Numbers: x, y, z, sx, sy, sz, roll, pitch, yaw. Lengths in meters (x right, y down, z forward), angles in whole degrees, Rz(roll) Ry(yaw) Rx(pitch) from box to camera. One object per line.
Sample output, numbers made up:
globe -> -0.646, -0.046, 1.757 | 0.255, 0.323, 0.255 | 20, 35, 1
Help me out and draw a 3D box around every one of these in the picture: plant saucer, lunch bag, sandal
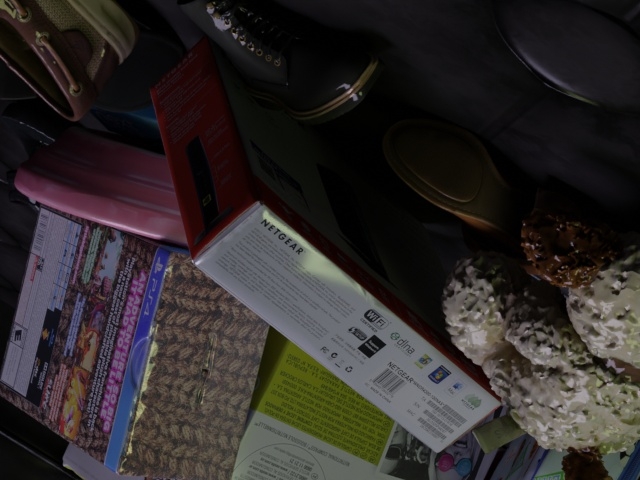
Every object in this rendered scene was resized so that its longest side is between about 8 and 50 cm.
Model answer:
plant saucer -> -0.160, -0.054, 1.812 | 0.332, 0.084, 0.332 | 14, -175, -1
lunch bag -> 0.265, 0.227, 1.750 | 0.115, 0.243, 0.303 | 31, 164, 4
sandal -> -0.348, -0.053, 2.306 | 0.167, 0.107, 0.446 | 27, 164, 14

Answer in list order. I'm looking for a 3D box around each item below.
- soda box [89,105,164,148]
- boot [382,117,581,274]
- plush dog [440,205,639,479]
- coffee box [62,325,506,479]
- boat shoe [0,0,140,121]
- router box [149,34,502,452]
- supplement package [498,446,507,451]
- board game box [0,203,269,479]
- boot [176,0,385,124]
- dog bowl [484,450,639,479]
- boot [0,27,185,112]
soda box -> -0.155, -0.137, 1.752 | 0.210, 0.067, 0.071 | 20, 161, 39
boot -> 0.140, -0.029, 1.518 | 0.197, 0.073, 0.152 | 31, 167, 7
plush dog -> 0.250, 0.078, 1.398 | 0.262, 0.210, 0.225 | 13, 135, -12
coffee box -> -0.038, 0.218, 1.973 | 0.338, 0.334, 0.337 | 28, 175, -34
boat shoe -> -0.304, -0.222, 1.425 | 0.123, 0.123, 0.342 | 12, 159, 46
router box -> 0.000, 0.000, 1.551 | 0.335, 0.082, 0.301 | 39, -162, -33
supplement package -> 0.166, 0.380, 2.545 | 0.177, 0.175, 0.293 | 31, 164, 4
board game box -> -0.201, 0.100, 1.788 | 0.141, 0.232, 0.291 | 10, -173, -37
boot -> -0.045, -0.172, 1.433 | 0.137, 0.077, 0.198 | 46, 159, -27
dog bowl -> 0.242, 0.382, 2.115 | 0.408, 0.150, 0.408 | -3, -170, 1
boot -> -0.287, -0.224, 1.666 | 0.263, 0.091, 0.229 | 1, -148, -37
